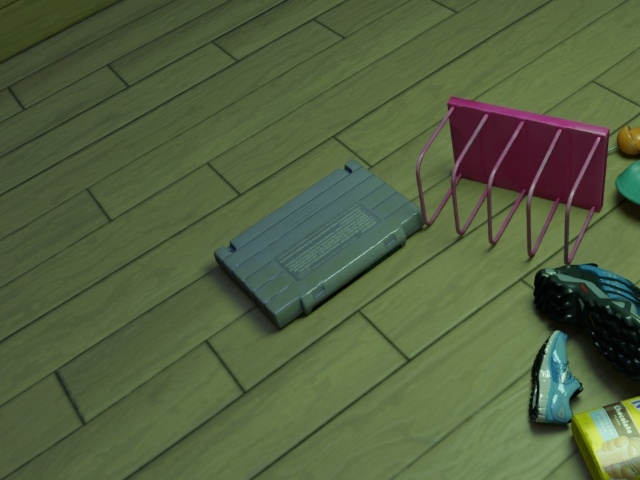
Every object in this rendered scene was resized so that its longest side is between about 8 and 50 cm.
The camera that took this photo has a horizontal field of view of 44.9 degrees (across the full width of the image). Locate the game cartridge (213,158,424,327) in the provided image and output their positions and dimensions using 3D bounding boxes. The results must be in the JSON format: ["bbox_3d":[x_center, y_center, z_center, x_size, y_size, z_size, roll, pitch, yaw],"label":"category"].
[{"bbox_3d":[0.000,0.000,1.491,0.355,0.068,0.230,-34,53,-17],"label":"game cartridge"}]

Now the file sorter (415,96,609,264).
[{"bbox_3d":[0.341,-0.101,1.398,0.290,0.202,0.182,18,58,28],"label":"file sorter"}]

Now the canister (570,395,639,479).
[{"bbox_3d":[0.461,0.283,1.104,0.170,0.073,0.126,-16,46,2],"label":"canister"}]

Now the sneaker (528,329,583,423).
[{"bbox_3d":[0.371,0.217,1.209,0.073,0.063,0.162,16,56,4],"label":"sneaker"}]

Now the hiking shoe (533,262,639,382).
[{"bbox_3d":[0.471,0.110,1.204,0.132,0.113,0.304,-18,34,-19],"label":"hiking shoe"}]

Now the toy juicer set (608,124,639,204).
[{"bbox_3d":[0.637,-0.108,1.416,0.209,0.089,0.329,-18,41,-27],"label":"toy juicer set"}]
